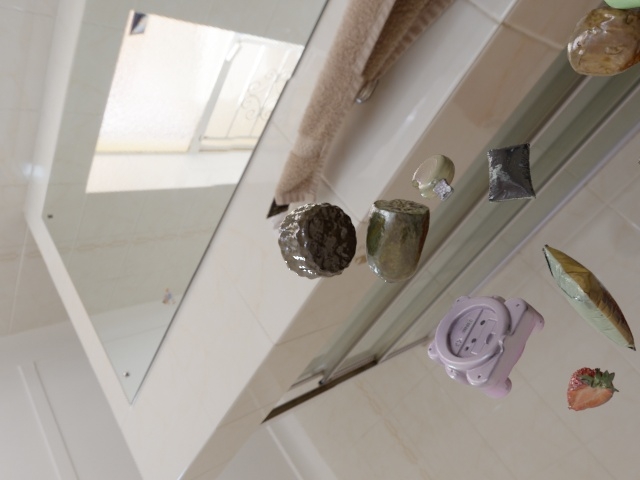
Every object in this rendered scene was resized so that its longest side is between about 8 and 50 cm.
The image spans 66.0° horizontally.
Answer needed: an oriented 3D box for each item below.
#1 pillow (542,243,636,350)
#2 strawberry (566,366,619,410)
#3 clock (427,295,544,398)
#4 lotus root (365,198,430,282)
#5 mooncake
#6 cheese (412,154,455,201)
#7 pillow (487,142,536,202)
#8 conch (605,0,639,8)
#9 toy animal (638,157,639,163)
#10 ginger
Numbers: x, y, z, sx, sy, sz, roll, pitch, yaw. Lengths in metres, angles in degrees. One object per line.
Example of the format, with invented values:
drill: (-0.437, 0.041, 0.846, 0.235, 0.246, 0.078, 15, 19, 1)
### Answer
pillow: (0.892, 0.182, 1.648, 0.310, 0.119, 0.312, 44, -160, -22)
strawberry: (1.085, 0.601, 1.989, 0.174, 0.228, 0.098, 3, -139, 15)
clock: (0.487, 0.300, 1.510, 0.113, 0.296, 0.322, 37, 168, -18)
lotus root: (0.307, 0.008, 2.030, 0.250, 0.346, 0.250, 3, -153, -1)
mooncake: (-0.001, -0.001, 2.022, 0.323, 0.187, 0.324, 5, -98, -38)
cheese: (0.399, -0.202, 1.695, 0.082, 0.163, 0.286, 34, -157, -15)
pillow: (0.609, -0.218, 1.590, 0.055, 0.141, 0.209, 52, -142, -57)
conch: (0.877, -0.710, 1.315, 0.137, 0.144, 0.250, 32, 177, -22)
toy animal: (1.392, -0.386, 2.028, 0.218, 0.179, 0.116, -15, -102, -59)
ginger: (0.878, -0.622, 1.539, 0.222, 0.201, 0.269, -3, -150, -10)
